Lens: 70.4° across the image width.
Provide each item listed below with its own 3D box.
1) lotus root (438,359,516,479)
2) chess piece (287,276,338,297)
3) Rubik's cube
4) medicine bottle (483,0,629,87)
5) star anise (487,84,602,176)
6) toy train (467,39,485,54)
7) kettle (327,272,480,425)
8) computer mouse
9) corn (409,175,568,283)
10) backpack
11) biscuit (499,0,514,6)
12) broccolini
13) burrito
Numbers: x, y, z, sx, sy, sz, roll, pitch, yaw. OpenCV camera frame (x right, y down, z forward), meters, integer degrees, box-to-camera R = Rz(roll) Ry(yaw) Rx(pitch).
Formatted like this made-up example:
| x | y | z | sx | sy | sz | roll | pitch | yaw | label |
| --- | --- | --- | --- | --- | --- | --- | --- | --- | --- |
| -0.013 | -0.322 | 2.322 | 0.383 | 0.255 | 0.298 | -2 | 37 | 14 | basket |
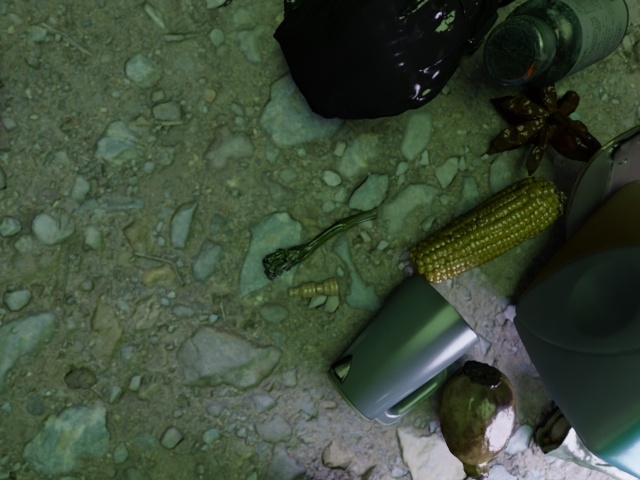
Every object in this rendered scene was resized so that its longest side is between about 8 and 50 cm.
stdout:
| x | y | z | sx | sy | sz | roll | pitch | yaw | label |
| --- | --- | --- | --- | --- | --- | --- | --- | --- | --- |
| 0.284 | 0.330 | 0.835 | 0.138 | 0.138 | 0.214 | 7 | 91 | -8 | lotus root |
| -0.014 | 0.091 | 0.836 | 0.092 | 0.035 | 0.035 | -8 | 92 | -4 | chess piece |
| 0.574 | 0.154 | 0.709 | 0.351 | 0.347 | 0.352 | 25 | 118 | -13 | Rubik's cube |
| 0.402 | -0.348 | 0.780 | 0.293 | 0.141 | 0.142 | -29 | 95 | -33 | medicine bottle |
| 0.425 | -0.227 | 0.858 | 0.212 | 0.111 | 0.196 | 12 | 64 | 18 | star anise |
| 0.262 | -0.376 | 0.865 | 0.093 | 0.038 | 0.057 | -25 | 88 | -7 | toy train |
| 0.151 | 0.212 | 0.820 | 0.243 | 0.160 | 0.210 | -44 | 125 | 2 | kettle |
| 0.533 | -0.067 | 0.841 | 0.158 | 0.072 | 0.311 | -25 | 128 | -14 | computer mouse |
| 0.310 | -0.019 | 0.838 | 0.317 | 0.115 | 0.115 | -31 | 95 | -5 | corn |
| 0.143 | -0.404 | 0.712 | 0.446 | 0.363 | 0.255 | -48 | 121 | -17 | backpack |
| 0.329 | -0.546 | 0.862 | 0.052 | 0.056 | 0.188 | -19 | 95 | -5 | biscuit |
| 0.000 | 0.000 | 0.835 | 0.239 | 0.051 | 0.054 | -29 | 138 | -12 | broccolini |
| 0.548 | 0.398 | 0.879 | 0.228 | 0.089 | 0.144 | 22 | 116 | -4 | burrito |
